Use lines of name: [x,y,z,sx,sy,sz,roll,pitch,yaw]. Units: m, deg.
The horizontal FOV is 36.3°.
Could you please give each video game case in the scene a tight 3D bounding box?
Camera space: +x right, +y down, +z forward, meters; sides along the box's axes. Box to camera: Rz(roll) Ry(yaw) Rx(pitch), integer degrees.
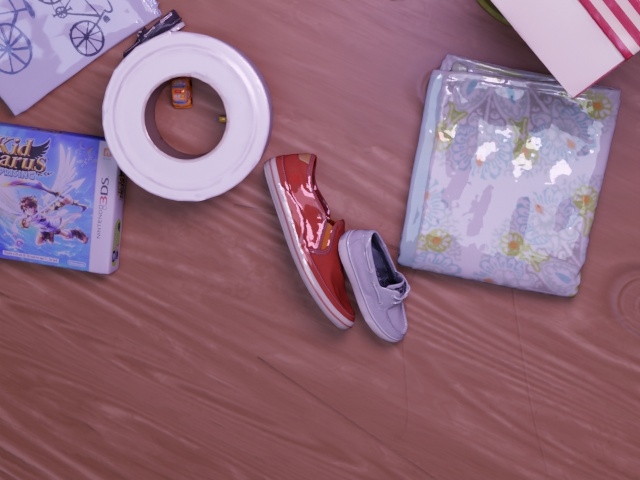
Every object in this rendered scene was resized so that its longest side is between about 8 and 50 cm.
video game case: [-0.496,-0.079,1.785,0.269,0.061,0.244,8,100,6]

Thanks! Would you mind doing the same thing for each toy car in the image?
toy car: [-0.212,-0.251,1.728,0.122,0.040,0.060,18,102,4]

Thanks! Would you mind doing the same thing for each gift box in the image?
gift box: [0.341,-0.372,1.277,0.255,0.276,0.258,-39,97,25]

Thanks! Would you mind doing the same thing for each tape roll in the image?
tape roll: [-0.224,-0.213,1.667,0.286,0.100,0.286,0,100,2]

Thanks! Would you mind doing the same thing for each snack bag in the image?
snack bag: [-0.502,-0.440,1.704,0.342,0.037,0.323,-32,107,9]

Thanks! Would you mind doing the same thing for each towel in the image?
towel: [0.316,-0.107,1.663,0.320,0.090,0.374,11,102,6]

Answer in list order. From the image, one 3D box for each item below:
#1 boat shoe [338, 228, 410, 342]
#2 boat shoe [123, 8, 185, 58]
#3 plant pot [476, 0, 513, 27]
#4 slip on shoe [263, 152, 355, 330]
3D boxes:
boat shoe: [0.109,0.081,1.701,0.081,0.079,0.227,-9,115,40]
boat shoe: [-0.298,-0.360,1.716,0.125,0.046,0.038,-31,99,8]
plant pot: [0.358,-0.466,1.508,0.276,0.254,0.276,1,100,6]
slip on shoe: [0.000,0.000,1.712,0.101,0.123,0.331,-20,92,6]
